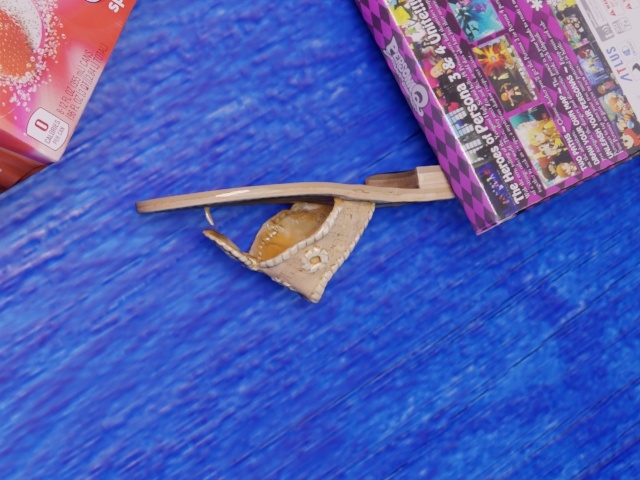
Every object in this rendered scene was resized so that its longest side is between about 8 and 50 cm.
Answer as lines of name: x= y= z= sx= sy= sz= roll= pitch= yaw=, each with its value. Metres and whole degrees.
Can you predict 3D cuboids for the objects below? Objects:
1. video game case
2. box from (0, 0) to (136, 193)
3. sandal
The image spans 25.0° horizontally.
video game case: x=0.141 y=-0.148 z=0.962 sx=0.210 sy=0.042 sz=0.232 roll=-26 pitch=86 yaw=-23
box: x=-0.166 y=-0.164 z=0.788 sx=0.128 sy=0.123 sz=0.257 roll=32 pitch=65 yaw=-22
sandal: x=0.003 y=0.000 z=0.927 sx=0.240 sy=0.088 sz=0.079 roll=-8 pitch=91 yaw=-28
